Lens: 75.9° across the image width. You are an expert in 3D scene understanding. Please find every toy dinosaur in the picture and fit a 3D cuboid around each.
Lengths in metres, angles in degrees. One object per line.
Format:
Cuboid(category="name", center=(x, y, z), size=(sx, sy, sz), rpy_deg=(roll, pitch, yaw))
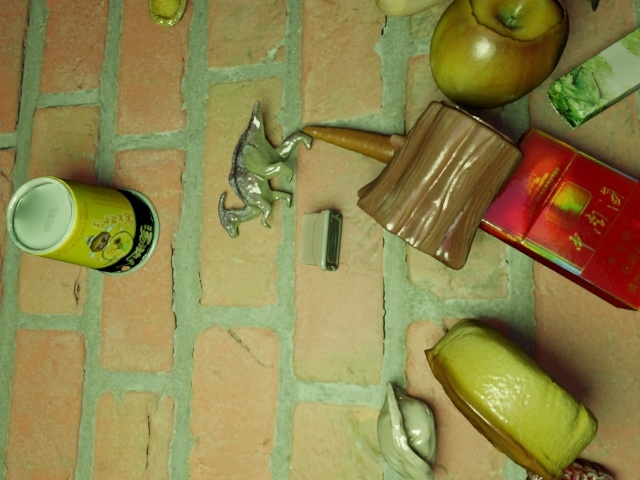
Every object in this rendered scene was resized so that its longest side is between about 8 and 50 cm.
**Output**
Cuboid(category="toy dinosaur", center=(-0.130, -0.138, 0.879), size=(0.162, 0.077, 0.295), rpy_deg=(19, 89, 12))

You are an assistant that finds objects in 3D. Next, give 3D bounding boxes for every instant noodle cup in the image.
Cuboid(category="instant noodle cup", center=(-0.494, -0.036, 0.862), size=(0.215, 0.236, 0.216), rpy_deg=(-1, 82, 10))

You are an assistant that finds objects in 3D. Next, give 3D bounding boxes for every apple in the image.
Cuboid(category="apple", center=(0.318, -0.355, 0.747), size=(0.236, 0.207, 0.237), rpy_deg=(-1, 85, 8))

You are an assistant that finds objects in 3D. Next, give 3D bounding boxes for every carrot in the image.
Cuboid(category="carrot", center=(0.117, -0.192, 0.850), size=(0.335, 0.069, 0.069), rpy_deg=(17, 88, 17))

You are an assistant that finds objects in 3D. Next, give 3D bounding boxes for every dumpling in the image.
Cuboid(category="dumpling", center=(0.162, 0.362, 0.749), size=(0.118, 0.136, 0.199), rpy_deg=(-26, 91, 0))

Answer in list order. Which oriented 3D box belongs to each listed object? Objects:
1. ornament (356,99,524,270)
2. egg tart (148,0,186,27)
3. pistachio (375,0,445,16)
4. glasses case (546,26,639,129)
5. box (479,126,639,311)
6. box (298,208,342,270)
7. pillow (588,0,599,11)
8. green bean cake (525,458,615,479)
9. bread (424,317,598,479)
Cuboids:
Cuboid(category="ornament", center=(0.215, -0.100, 0.711), size=(0.235, 0.221, 0.218), rpy_deg=(43, 111, 31))
Cuboid(category="egg tart", center=(-0.362, -0.557, 0.984), size=(0.104, 0.039, 0.105), rpy_deg=(-1, 84, 11))
Cuboid(category="pistachio", center=(0.197, -0.546, 0.820), size=(0.229, 0.157, 0.158), rpy_deg=(-17, 81, -3))
Cuboid(category="glasses case", center=(0.577, -0.326, 0.769), size=(0.272, 0.062, 0.095), rpy_deg=(-32, 74, 6))
Cuboid(category="box", center=(0.465, -0.042, 0.750), size=(0.313, 0.089, 0.198), rpy_deg=(32, 92, 13))
Cuboid(category="box", center=(0.000, 0.000, 0.839), size=(0.062, 0.089, 0.122), rpy_deg=(2, 84, 22))
Cuboid(category="pillow", center=(0.519, -0.536, 0.807), size=(0.090, 0.048, 0.150), rpy_deg=(-44, 81, 2))
Cuboid(category="green bean cake", center=(0.436, 0.454, 0.723), size=(0.135, 0.056, 0.136), rpy_deg=(10, 87, 13))
Cuboid(category="bread", center=(0.295, 0.248, 0.671), size=(0.269, 0.270, 0.148), rpy_deg=(41, 92, 12))
